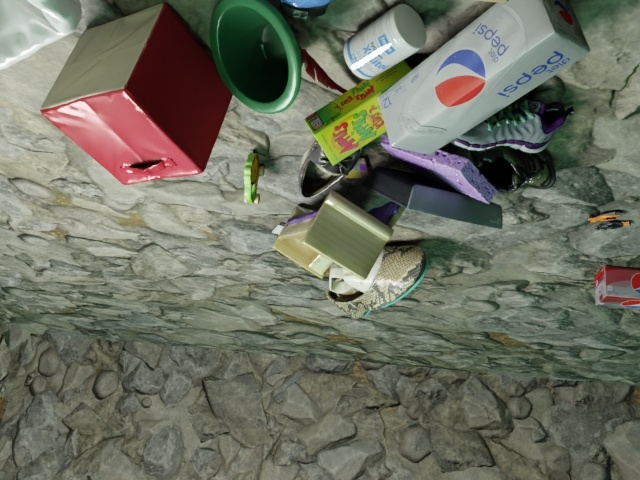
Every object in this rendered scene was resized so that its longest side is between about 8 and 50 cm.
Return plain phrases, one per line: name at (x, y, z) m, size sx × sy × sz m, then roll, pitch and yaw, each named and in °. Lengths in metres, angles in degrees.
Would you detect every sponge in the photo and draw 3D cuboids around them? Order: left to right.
sponge at (0.212, -0.134, 1.134) m, size 0.117 × 0.031 × 0.210 m, roll 33°, pitch 180°, yaw -41°

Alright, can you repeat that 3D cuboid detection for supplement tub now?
supplement tub at (0.092, -0.286, 0.905) m, size 0.071 × 0.071 × 0.107 m, roll 24°, pitch 152°, yaw -32°

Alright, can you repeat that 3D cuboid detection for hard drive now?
hard drive at (0.225, -0.084, 1.215) m, size 0.254 × 0.054 × 0.172 m, roll 9°, pitch -164°, yaw -34°

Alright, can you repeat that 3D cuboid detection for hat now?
hat at (-0.047, -0.305, 0.972) m, size 0.173 × 0.183 × 0.208 m, roll 26°, pitch 137°, yaw 26°

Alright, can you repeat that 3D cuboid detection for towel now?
towel at (0.069, -0.152, 1.297) m, size 0.060 × 0.009 × 0.083 m, roll 4°, pitch 156°, yaw 12°

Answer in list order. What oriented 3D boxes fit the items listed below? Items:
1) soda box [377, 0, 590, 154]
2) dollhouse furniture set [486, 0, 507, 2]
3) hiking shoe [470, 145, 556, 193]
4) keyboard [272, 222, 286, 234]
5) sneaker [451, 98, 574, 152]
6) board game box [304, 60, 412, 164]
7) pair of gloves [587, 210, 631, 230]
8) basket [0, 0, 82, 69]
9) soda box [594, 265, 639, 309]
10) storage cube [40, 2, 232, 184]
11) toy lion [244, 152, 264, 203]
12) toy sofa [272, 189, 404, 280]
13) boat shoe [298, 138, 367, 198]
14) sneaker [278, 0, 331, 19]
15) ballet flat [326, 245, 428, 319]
soda box at (0.217, -0.231, 0.881) m, size 0.098 × 0.091 × 0.286 m, roll 5°, pitch 154°, yaw -41°
dollhouse furniture set at (0.149, -0.436, 0.587) m, size 0.303 × 0.174 × 0.355 m, roll 13°, pitch 130°, yaw 21°
hiking shoe at (0.345, -0.125, 1.131) m, size 0.227 × 0.114 × 0.086 m, roll 23°, pitch 151°, yaw -30°
keyboard at (0.000, 0.000, 1.665) m, size 0.256 × 0.014 × 0.072 m, roll 15°, pitch 156°, yaw -14°
sneaker at (0.300, -0.202, 1.012) m, size 0.223 × 0.083 × 0.098 m, roll -2°, pitch 151°, yaw -26°
board game box at (0.073, -0.207, 1.010) m, size 0.181 × 0.043 × 0.092 m, roll -33°, pitch 148°, yaw 5°
pair of gloves at (0.629, -0.043, 1.357) m, size 0.074 × 0.010 × 0.083 m, roll -12°, pitch 152°, yaw 37°
basket at (-0.465, -0.354, 0.630) m, size 0.328 × 0.266 × 0.331 m, roll -15°, pitch 151°, yaw 21°
soda box at (0.846, 0.128, 1.583) m, size 0.263 × 0.083 × 0.092 m, roll 5°, pitch 157°, yaw 7°
storage cube at (-0.285, -0.228, 1.001) m, size 0.183 × 0.215 × 0.193 m, roll -4°, pitch 147°, yaw 28°
toy lion at (-0.145, -0.132, 1.312) m, size 0.034 × 0.100 × 0.096 m, roll 8°, pitch 176°, yaw 6°
toy sofa at (0.026, -0.026, 1.340) m, size 0.150 × 0.177 × 0.362 m, roll 32°, pitch 171°, yaw -11°
boat shoe at (0.028, -0.163, 1.177) m, size 0.103 × 0.092 × 0.285 m, roll 21°, pitch 153°, yaw -15°
sneaker at (-0.055, -0.344, 0.838) m, size 0.152 × 0.058 × 0.084 m, roll 8°, pitch 149°, yaw -17°
ballet flat at (0.118, 0.112, 1.721) m, size 0.182 × 0.164 × 0.483 m, roll 22°, pitch 158°, yaw -9°
